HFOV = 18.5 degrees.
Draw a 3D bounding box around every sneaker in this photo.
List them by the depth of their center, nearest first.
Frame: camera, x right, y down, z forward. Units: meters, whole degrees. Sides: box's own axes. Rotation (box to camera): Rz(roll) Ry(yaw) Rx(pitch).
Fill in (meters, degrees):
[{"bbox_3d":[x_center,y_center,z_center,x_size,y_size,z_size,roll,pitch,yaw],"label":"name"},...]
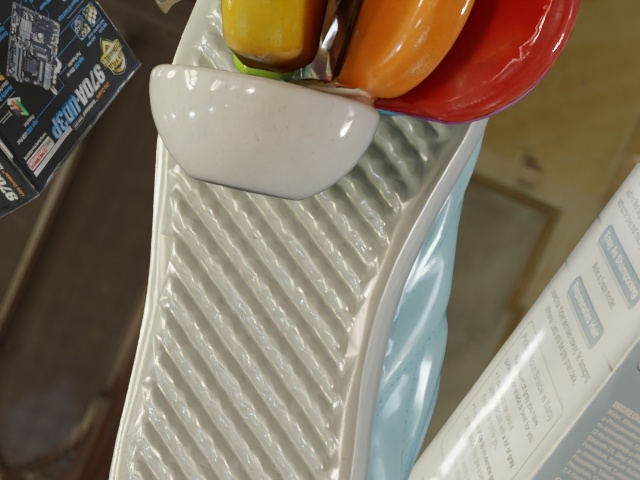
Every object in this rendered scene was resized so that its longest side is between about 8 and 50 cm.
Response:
[{"bbox_3d":[0.000,0.000,0.847,0.135,0.366,0.150,18,177,12],"label":"sneaker"}]

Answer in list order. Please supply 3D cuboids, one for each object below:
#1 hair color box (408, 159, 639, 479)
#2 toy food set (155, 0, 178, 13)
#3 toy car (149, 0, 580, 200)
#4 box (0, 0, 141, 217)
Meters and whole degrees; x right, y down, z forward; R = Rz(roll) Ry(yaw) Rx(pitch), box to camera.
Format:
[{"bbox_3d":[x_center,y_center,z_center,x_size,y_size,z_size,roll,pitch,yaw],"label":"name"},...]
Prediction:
[{"bbox_3d":[0.200,0.091,1.260,0.113,0.374,0.185,30,-163,-13],"label":"hair color box"},{"bbox_3d":[-0.064,-0.205,1.266,0.019,0.122,0.078,47,165,17],"label":"toy food set"},{"bbox_3d":[0.021,-0.089,0.671,0.136,0.159,0.182,10,-179,0],"label":"toy car"},{"bbox_3d":[-0.231,-0.142,1.417,0.175,0.051,0.220,54,-150,-18],"label":"box"}]
